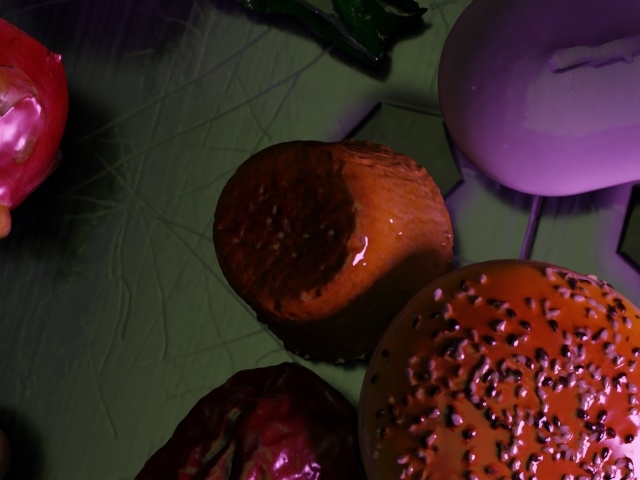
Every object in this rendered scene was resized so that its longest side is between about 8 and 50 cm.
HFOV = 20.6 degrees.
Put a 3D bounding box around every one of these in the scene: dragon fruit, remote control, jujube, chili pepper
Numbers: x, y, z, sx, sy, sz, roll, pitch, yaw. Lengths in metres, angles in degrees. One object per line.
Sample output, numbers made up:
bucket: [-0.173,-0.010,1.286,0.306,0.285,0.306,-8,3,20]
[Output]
dragon fruit: [-0.347,-0.110,1.644,0.224,0.224,0.227,29,71,13]
remote control: [0.271,-0.160,1.608,0.332,0.103,0.221,-12,73,7]
jujube: [-0.073,0.225,1.563,0.174,0.174,0.250,41,79,13]
chili pepper: [-0.009,-0.241,1.690,0.224,0.061,0.098,22,78,14]

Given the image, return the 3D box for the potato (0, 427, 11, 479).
potato: [-0.395,0.246,1.628,0.248,0.143,0.169,-41,63,-9]

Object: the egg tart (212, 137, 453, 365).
egg tart: [0.000,0.000,1.592,0.215,0.171,0.215,-5,78,24]

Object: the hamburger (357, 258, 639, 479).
hamburger: [0.177,0.161,1.507,0.300,0.176,0.300,1,81,-6]
